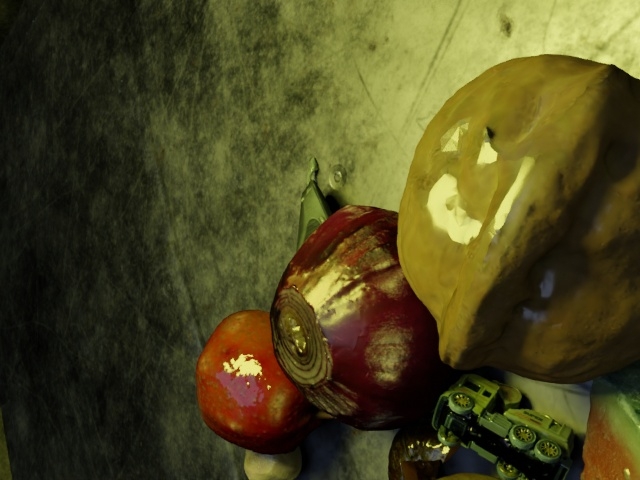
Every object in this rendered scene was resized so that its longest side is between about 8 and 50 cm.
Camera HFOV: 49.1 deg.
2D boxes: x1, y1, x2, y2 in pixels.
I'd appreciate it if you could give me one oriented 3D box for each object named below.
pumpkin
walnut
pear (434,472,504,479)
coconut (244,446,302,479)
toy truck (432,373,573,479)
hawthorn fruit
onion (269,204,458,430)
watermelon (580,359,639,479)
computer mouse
[{"bbox_3d":[0.161,0.341,1.097,0.107,0.119,0.184,32,110,29],"label":"pumpkin"},{"bbox_3d":[0.272,-0.021,0.815,0.383,0.383,0.384,1,91,47],"label":"walnut"},{"bbox_3d":[0.217,0.429,0.970,0.228,0.188,0.211,-47,52,6],"label":"pear"},{"bbox_3d":[-0.100,0.436,1.391,0.124,0.110,0.110,-36,65,34],"label":"coconut"},{"bbox_3d":[0.265,0.260,0.987,0.191,0.116,0.085,25,128,26],"label":"toy truck"},{"bbox_3d":[-0.076,0.268,1.294,0.300,0.254,0.254,12,100,22],"label":"hawthorn fruit"},{"bbox_3d":[0.086,0.131,1.053,0.260,0.281,0.337,34,115,46],"label":"onion"},{"bbox_3d":[0.384,0.277,0.836,0.139,0.192,0.257,26,123,45],"label":"watermelon"},{"bbox_3d":[0.000,0.000,1.262,0.167,0.090,0.379,96,176,-59],"label":"computer mouse"}]
